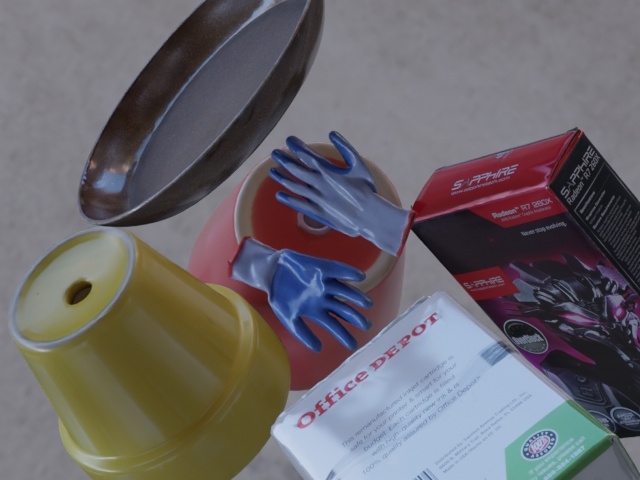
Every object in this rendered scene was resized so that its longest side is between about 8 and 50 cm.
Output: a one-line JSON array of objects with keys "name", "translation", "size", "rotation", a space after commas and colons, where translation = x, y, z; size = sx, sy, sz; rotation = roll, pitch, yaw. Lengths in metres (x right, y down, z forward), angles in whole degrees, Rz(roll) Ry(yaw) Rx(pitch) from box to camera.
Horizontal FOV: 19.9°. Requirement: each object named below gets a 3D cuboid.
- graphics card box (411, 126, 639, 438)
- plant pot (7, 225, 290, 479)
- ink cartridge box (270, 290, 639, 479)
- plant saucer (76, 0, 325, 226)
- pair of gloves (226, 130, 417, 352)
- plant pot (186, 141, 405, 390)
[{"name": "graphics card box", "translation": [0.291, 0.059, 1.977], "size": [0.233, 0.371, 0.094], "rotation": [-15, 34, 51]}, {"name": "plant pot", "translation": [-0.197, 0.119, 1.930], "size": [0.254, 0.254, 0.239], "rotation": [-55, -48, -20]}, {"name": "ink cartridge box", "translation": [0.088, 0.150, 1.188], "size": [0.160, 0.219, 0.092], "rotation": [-38, -56, -6]}, {"name": "plant saucer", "translation": [-0.098, -0.127, 1.618], "size": [0.310, 0.050, 0.310], "rotation": [-39, 25, 22]}, {"name": "pair of gloves", "translation": [0.000, 0.000, 1.684], "size": [0.023, 0.159, 0.198], "rotation": [-20, -44, -61]}, {"name": "plant pot", "translation": [-0.017, 0.015, 2.141], "size": [0.275, 0.275, 0.243], "rotation": [-55, -5, -20]}]
